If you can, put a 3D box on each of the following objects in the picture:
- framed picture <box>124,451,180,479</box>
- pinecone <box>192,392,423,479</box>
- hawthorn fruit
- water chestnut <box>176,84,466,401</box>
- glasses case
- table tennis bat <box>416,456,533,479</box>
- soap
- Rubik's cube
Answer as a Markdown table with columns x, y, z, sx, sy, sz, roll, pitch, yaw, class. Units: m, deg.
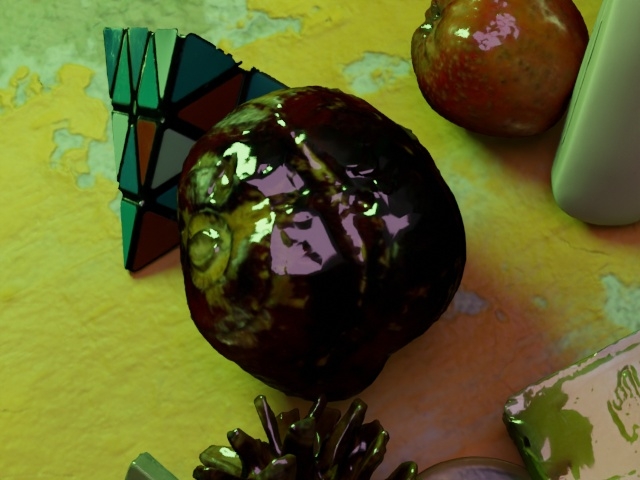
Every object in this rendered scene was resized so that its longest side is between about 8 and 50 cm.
| x | y | z | sx | sy | sz | roll | pitch | yaw | class |
| --- | --- | --- | --- | --- | --- | --- | --- | --- | --- |
| -0.058 | 0.343 | 1.302 | 0.324 | 0.240 | 0.020 | 39 | 47 | 13 | framed picture |
| -0.015 | 0.238 | 1.359 | 0.229 | 0.202 | 0.201 | 8 | 109 | 30 | pinecone |
| 0.194 | -0.183 | 1.556 | 0.200 | 0.179 | 0.179 | 21 | 68 | -6 | hawthorn fruit |
| 0.000 | 0.000 | 1.438 | 0.289 | 0.244 | 0.289 | -1 | 70 | 2 | water chestnut |
| 0.301 | -0.139 | 1.481 | 0.113 | 0.296 | 0.075 | 8 | 37 | -6 | glasses case |
| 0.167 | 0.344 | 1.404 | 0.198 | 0.050 | 0.320 | -19 | 65 | -9 | table tennis bat |
| 0.293 | 0.157 | 1.423 | 0.233 | 0.076 | 0.135 | -25 | 72 | -6 | soap |
| -0.078 | -0.089 | 1.563 | 0.234 | 0.284 | 0.250 | 2 | 92 | -23 | Rubik's cube |
